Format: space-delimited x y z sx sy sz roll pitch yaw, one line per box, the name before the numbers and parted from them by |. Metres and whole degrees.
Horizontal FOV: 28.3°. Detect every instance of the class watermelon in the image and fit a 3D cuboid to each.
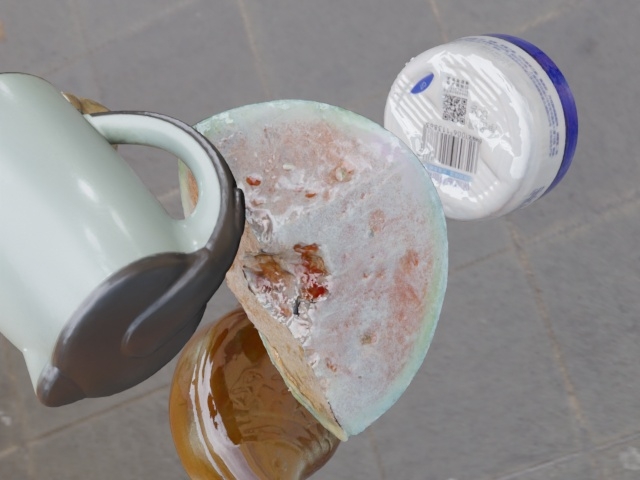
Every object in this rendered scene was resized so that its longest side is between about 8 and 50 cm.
watermelon | -0.004 -0.001 1.205 0.175 0.188 0.321 23 134 56

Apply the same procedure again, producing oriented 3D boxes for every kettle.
kettle | -0.178 -0.016 0.971 0.221 0.161 0.236 -38 58 -12

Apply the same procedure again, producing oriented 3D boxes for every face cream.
face cream | 0.174 -0.125 1.421 0.206 0.111 0.205 13 111 37

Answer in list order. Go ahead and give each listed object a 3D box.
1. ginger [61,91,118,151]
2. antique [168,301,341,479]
ginger | -0.288 -0.059 1.321 0.074 0.137 0.213 -4 41 38
antique | -0.070 0.186 1.467 0.129 0.223 0.278 -27 44 43
